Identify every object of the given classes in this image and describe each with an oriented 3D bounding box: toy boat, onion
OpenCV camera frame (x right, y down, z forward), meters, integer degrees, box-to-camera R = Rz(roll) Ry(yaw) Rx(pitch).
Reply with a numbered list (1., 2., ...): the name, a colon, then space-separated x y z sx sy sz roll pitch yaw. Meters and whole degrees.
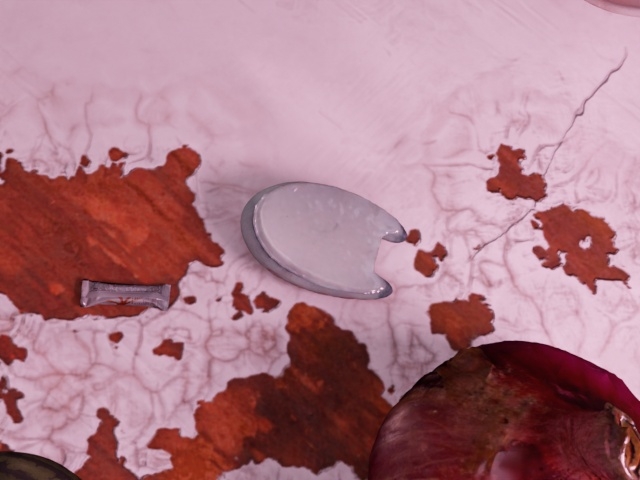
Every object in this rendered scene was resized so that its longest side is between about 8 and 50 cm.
1. toy boat: 0.000 0.000 1.720 0.208 0.079 0.134 16 78 -8
2. onion: 0.240 0.254 1.473 0.348 0.385 0.347 7 68 -17

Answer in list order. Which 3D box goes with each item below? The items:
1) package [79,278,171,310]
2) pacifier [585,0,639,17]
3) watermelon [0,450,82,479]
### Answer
1. package: -0.239 0.067 1.705 0.110 0.015 0.037 3 71 0
2. pacifier: 0.465 -0.406 1.805 0.332 0.273 0.220 -18 89 -8
3. watermelon: -0.333 0.333 1.508 0.212 0.212 0.212 1 71 -2
